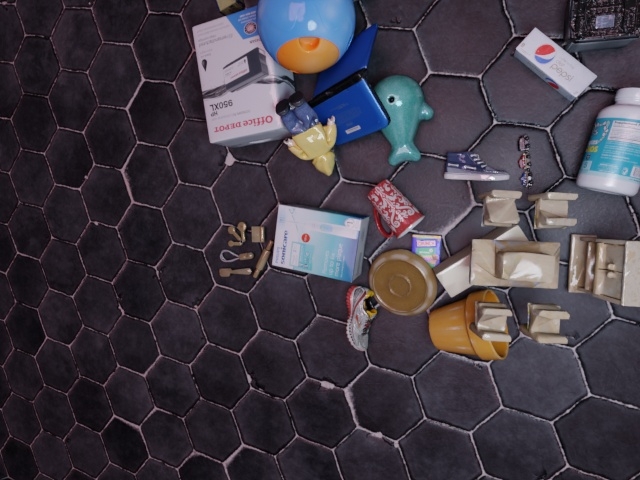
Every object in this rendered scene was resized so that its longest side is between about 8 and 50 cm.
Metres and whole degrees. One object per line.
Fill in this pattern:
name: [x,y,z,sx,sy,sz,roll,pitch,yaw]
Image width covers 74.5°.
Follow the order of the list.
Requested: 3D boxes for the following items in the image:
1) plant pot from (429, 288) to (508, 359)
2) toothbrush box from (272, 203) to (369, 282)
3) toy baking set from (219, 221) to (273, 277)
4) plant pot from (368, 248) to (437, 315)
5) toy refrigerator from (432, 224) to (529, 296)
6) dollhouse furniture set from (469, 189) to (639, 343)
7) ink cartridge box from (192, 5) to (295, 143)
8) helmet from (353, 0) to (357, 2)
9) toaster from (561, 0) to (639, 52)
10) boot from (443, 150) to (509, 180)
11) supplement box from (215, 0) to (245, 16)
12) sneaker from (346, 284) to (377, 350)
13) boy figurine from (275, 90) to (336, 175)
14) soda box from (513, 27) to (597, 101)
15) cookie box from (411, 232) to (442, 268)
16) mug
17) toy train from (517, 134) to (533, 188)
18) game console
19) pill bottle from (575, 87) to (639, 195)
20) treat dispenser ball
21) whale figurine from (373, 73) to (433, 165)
plant pot: [0.445,0.265,1.288,0.188,0.205,0.205,-17,91,36]
toothbrush box: [0.000,0.000,1.441,0.295,0.126,0.216,12,101,19]
toy baking set: [-0.287,0.047,1.603,0.196,0.030,0.256,27,104,18]
plant pot: [0.264,0.146,1.388,0.236,0.032,0.236,9,110,27]
toy refrigerator: [0.483,0.059,1.266,0.269,0.102,0.094,-35,92,12]
dollhouse furniture set: [0.588,0.063,1.112,0.394,0.256,0.362,2,92,4]
ink cartridge box: [-0.249,-0.542,1.440,0.285,0.166,0.395,-6,95,21]
helmet: [0.090,-0.819,1.289,0.169,0.169,0.162,-11,76,21]
toaster: [0.736,-0.597,1.111,0.185,0.110,0.168,2,97,19]
boot: [0.473,-0.226,1.272,0.190,0.069,0.086,6,101,21]
supplement box: [-0.325,-0.856,1.487,0.083,0.056,0.083,-19,90,21]
sneaker: [0.142,0.268,1.431,0.092,0.088,0.225,1,98,37]
boy figurine: [-0.022,-0.333,1.351,0.177,0.092,0.285,-30,129,12]
soda box: [0.652,-0.490,1.177,0.216,0.069,0.074,45,108,9]
cookie box: [0.344,0.033,1.366,0.091,0.040,0.107,3,98,20]
mug: [0.225,-0.094,1.359,0.150,0.113,0.169,-42,79,17]
toy train: [0.606,-0.232,1.247,0.036,0.027,0.158,-6,94,24]
game console: [0.105,-0.469,1.314,0.250,0.173,0.293,54,155,-19]
pill bottle: [0.794,-0.258,1.113,0.146,0.146,0.264,16,101,17]
treat dispenser ball: [-0.042,-0.640,1.227,0.288,0.288,0.288,2,97,19]
whale figurine: [0.238,-0.373,1.300,0.216,0.141,0.272,-6,95,20]
